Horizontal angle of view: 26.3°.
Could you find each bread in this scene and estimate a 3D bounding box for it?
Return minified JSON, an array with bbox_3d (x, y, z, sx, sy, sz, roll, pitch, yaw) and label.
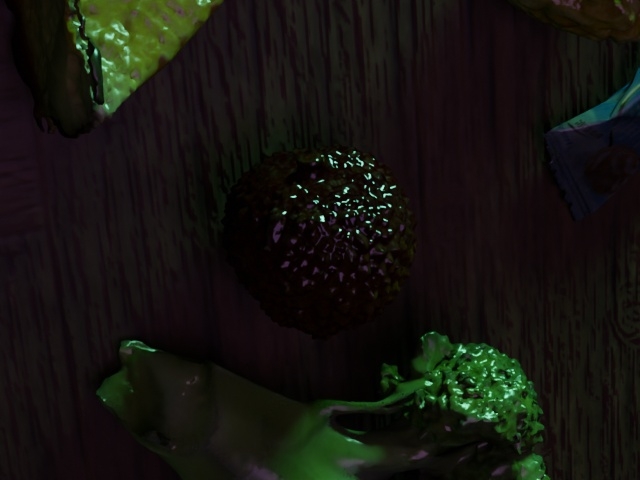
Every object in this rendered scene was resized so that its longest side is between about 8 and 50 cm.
[{"bbox_3d":[-0.127,-0.142,0.712,0.169,0.140,0.160,33,81,-26],"label":"bread"}]

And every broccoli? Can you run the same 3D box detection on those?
[{"bbox_3d":[0.040,0.178,0.874,0.254,0.186,0.302,-26,123,-4],"label":"broccoli"}]

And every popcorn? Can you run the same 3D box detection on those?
[{"bbox_3d":[0.171,-0.180,0.855,0.121,0.116,0.106,22,89,13],"label":"popcorn"}]

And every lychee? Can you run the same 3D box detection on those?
[{"bbox_3d":[0.004,0.000,0.833,0.123,0.123,0.129,-40,125,-7],"label":"lychee"}]

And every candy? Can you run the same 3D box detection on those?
[{"bbox_3d":[0.215,-0.081,0.952,0.136,0.038,0.088,-38,132,-1],"label":"candy"}]
